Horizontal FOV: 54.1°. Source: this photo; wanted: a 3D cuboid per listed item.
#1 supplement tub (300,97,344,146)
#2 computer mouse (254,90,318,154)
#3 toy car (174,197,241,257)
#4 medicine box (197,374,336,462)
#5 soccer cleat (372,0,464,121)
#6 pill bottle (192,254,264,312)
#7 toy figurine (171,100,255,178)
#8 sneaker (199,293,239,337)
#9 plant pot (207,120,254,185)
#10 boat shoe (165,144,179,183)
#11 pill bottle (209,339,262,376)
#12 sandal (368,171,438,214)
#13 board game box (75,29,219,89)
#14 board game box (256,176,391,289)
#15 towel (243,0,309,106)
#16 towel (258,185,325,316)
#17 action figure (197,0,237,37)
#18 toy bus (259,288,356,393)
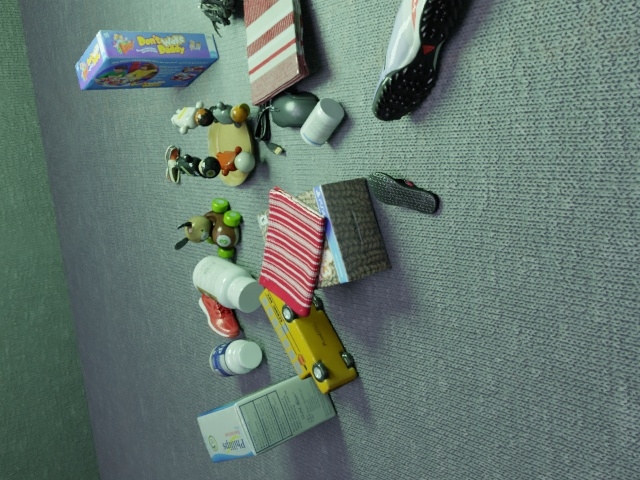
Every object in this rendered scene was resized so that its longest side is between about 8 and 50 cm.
[{"bbox_3d":[0.003,-0.285,1.520,0.107,0.071,0.071,-47,64,47],"label":"supplement tub"},{"bbox_3d":[-0.106,-0.310,1.654,0.262,0.060,0.184,27,120,44],"label":"computer mouse"},{"bbox_3d":[-0.364,-0.026,1.953,0.149,0.188,0.155,43,132,34],"label":"toy car"},{"bbox_3d":[-0.155,0.498,1.778,0.263,0.289,0.149,-33,75,50],"label":"medicine box"},{"bbox_3d":[0.182,-0.389,1.261,0.116,0.109,0.318,-110,32,-42],"label":"soccer cleat"},{"bbox_3d":[-0.283,0.139,1.951,0.229,0.131,0.131,22,117,42],"label":"pill bottle"},{"bbox_3d":[-0.288,-0.276,1.721,0.148,0.213,0.209,9,106,39],"label":"toy figurine"},{"bbox_3d":[-0.335,0.215,2.077,0.221,0.087,0.128,41,131,35],"label":"sneaker"},{"bbox_3d":[-0.264,-0.282,1.879,0.236,0.032,0.236,19,115,46],"label":"plant pot"},{"bbox_3d":[-0.509,-0.264,2.172,0.043,0.049,0.137,37,130,34],"label":"boat shoe"},{"bbox_3d":[-0.271,0.380,2.027,0.187,0.112,0.112,-23,83,51],"label":"pill bottle"},{"bbox_3d":[0.185,-0.105,1.386,0.179,0.040,0.067,24,126,28],"label":"sandal"},{"bbox_3d":[-0.510,-0.528,1.852,0.233,0.347,0.078,-18,86,51],"label":"board game box"},{"bbox_3d":[0.000,0.000,1.554,0.291,0.141,0.232,-20,85,52],"label":"board game box"},{"bbox_3d":[-0.120,-0.532,1.590,0.237,0.037,0.328,-13,80,53],"label":"towel"},{"bbox_3d":[-0.074,0.030,1.515,0.199,0.031,0.274,34,126,39],"label":"towel"},{"bbox_3d":[-0.276,-0.688,1.674,0.164,0.141,0.275,-100,30,-45],"label":"action figure"},{"bbox_3d":[-0.038,0.259,1.706,0.332,0.108,0.130,60,139,19],"label":"toy bus"}]
